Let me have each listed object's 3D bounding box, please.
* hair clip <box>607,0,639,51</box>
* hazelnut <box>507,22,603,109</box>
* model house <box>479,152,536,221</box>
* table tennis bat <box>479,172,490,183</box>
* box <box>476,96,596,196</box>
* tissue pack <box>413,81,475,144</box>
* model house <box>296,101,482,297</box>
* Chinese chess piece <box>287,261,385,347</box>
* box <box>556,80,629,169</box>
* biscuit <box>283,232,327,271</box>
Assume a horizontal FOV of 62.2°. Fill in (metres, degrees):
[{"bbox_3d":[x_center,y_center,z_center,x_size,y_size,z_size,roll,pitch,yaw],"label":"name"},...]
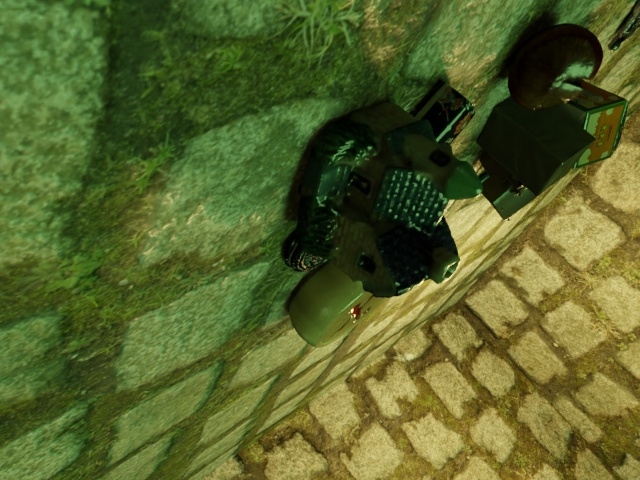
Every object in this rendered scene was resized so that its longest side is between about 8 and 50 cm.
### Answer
[{"bbox_3d":[0.948,-0.662,1.575,0.146,0.056,0.187,-30,166,-30],"label":"hair clip"},{"bbox_3d":[0.519,-0.395,1.202,0.178,0.178,0.204,-18,155,-46],"label":"hazelnut"},{"bbox_3d":[0.577,-0.197,1.597,0.211,0.204,0.243,-42,170,10],"label":"model house"},{"bbox_3d":[0.593,-0.221,1.848,0.201,0.033,0.124,-41,162,6],"label":"table tennis bat"},{"bbox_3d":[0.574,-0.269,1.428,0.155,0.231,0.149,-33,158,-23],"label":"box"},{"bbox_3d":[0.233,-0.231,1.101,0.170,0.090,0.103,-47,162,17],"label":"tissue pack"},{"bbox_3d":[0.139,-0.055,0.977,0.243,0.284,0.298,-30,147,-38],"label":"model house"},{"bbox_3d":[0.065,0.157,1.516,0.338,0.140,0.338,-35,158,-16],"label":"Chinese chess piece"},{"bbox_3d":[0.720,-0.335,1.496,0.148,0.195,0.177,-17,129,-14],"label":"box"},{"bbox_3d":[0.000,0.000,1.208,0.194,0.053,0.194,-35,158,-17],"label":"biscuit"}]
